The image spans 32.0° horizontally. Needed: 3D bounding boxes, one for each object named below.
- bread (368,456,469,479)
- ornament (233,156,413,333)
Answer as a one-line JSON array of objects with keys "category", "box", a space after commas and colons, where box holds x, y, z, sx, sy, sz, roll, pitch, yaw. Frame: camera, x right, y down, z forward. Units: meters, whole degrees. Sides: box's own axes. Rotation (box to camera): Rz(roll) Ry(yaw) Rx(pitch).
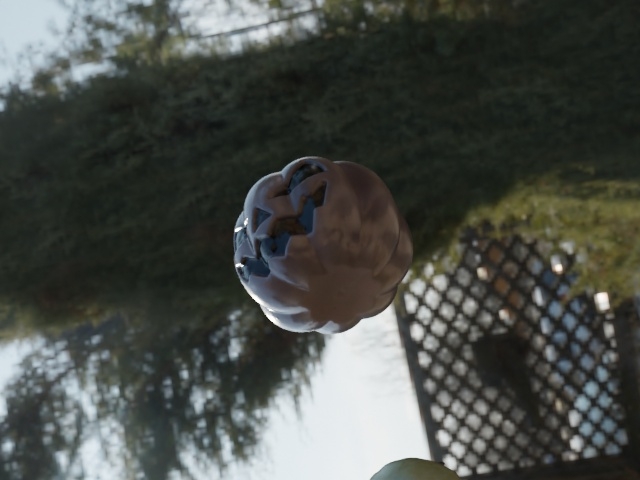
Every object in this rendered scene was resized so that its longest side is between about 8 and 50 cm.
[{"category": "bread", "box": [0.089, 0.291, 0.725, 0.054, 0.316, 0.316, -14, -86, -46]}, {"category": "ornament", "box": [-0.001, 0.000, 1.113, 0.177, 0.177, 0.177, -10, -90, -81]}]
